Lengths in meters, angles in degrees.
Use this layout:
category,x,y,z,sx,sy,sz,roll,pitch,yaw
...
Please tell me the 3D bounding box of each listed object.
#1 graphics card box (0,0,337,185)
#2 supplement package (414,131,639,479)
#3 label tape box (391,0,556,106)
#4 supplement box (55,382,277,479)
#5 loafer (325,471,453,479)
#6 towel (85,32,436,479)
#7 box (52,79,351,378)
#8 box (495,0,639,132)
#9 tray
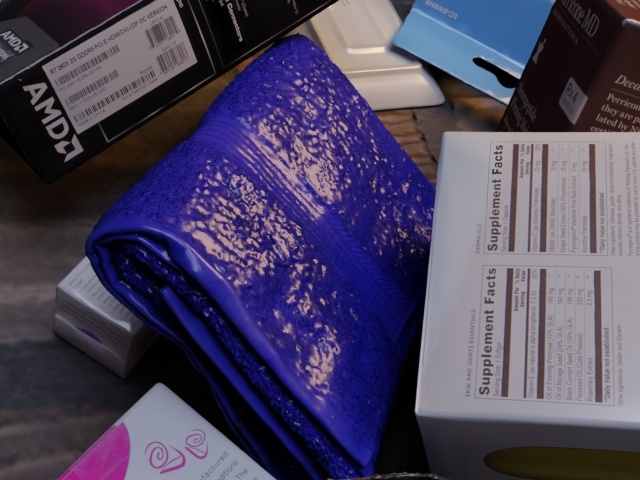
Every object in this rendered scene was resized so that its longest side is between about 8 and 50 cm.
category,x,y,z,sx,sy,sz,roll,pitch,yaw
graphics card box,-0.117,-0.218,0.712,0.371,0.094,0.233,-36,49,-16
supplement package,0.206,0.067,0.584,0.263,0.199,0.198,1,57,13
label tape box,0.244,-0.266,0.963,0.241,0.106,0.333,28,45,1
supplement box,-0.052,0.204,0.518,0.220,0.114,0.111,39,52,10
loafer,-0.009,0.156,0.446,0.220,0.078,0.080,-6,57,-24
towel,0.000,0.000,0.618,0.227,0.076,0.308,54,31,-18
box,-0.079,-0.037,0.721,0.067,0.063,0.324,31,50,5
box,0.253,-0.087,0.761,0.167,0.203,0.168,16,28,-8
tray,0.015,-0.238,0.928,0.145,0.030,0.270,-10,58,-24
